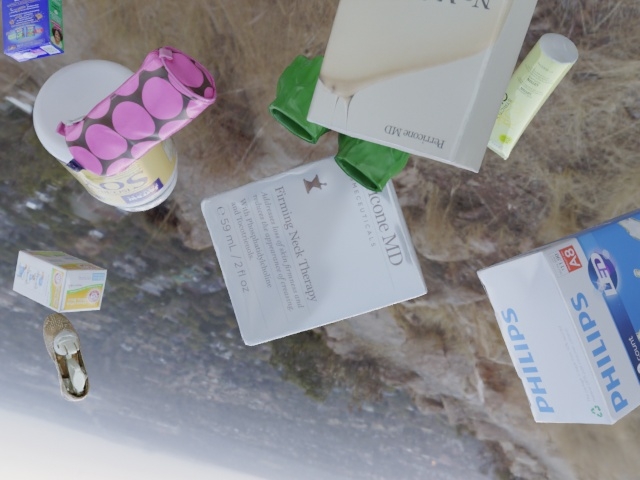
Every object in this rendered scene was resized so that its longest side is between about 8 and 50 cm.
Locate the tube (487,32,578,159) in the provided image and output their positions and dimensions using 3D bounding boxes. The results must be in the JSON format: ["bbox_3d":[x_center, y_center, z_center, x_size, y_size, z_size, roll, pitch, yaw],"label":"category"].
[{"bbox_3d":[0.321,-0.224,0.861,0.062,0.070,0.240,-6,157,-13],"label":"tube"}]

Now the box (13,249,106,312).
[{"bbox_3d":[-0.640,0.097,1.302,0.203,0.103,0.114,15,-175,31],"label":"box"}]

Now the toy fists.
[{"bbox_3d":[0.044,-0.217,0.965,0.279,0.142,0.096,36,171,-9],"label":"toy fists"}]

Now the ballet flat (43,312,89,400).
[{"bbox_3d":[-0.551,0.258,1.168,0.067,0.073,0.207,0,107,42],"label":"ballet flat"}]

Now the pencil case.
[{"bbox_3d":[-0.236,-0.164,0.677,0.209,0.095,0.098,-29,126,24],"label":"pencil case"}]

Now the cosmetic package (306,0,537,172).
[{"bbox_3d":[0.116,-0.237,0.500,0.160,0.310,0.113,20,-170,25],"label":"cosmetic package"}]

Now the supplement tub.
[{"bbox_3d":[-0.464,-0.219,1.209,0.240,0.241,0.331,14,162,3],"label":"supplement tub"}]

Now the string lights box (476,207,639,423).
[{"bbox_3d":[0.274,0.046,0.468,0.259,0.134,0.076,-16,172,-29],"label":"string lights box"}]

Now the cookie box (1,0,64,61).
[{"bbox_3d":[-0.499,-0.376,0.920,0.091,0.107,0.040,-8,173,9],"label":"cookie box"}]

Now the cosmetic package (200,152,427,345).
[{"bbox_3d":[0.000,0.000,1.216,0.393,0.330,0.327,-18,-179,9],"label":"cosmetic package"}]
